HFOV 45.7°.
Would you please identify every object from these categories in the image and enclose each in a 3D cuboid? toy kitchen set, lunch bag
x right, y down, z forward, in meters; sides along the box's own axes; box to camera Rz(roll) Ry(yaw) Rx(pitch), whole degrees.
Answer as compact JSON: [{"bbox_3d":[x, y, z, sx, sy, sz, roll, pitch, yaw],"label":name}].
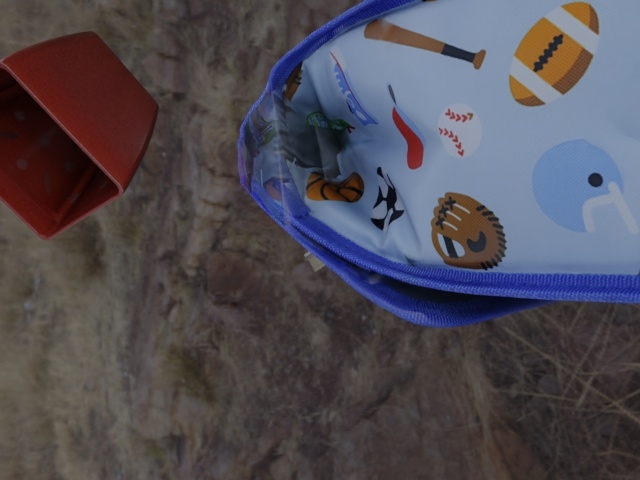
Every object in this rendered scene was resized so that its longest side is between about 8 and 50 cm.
[{"bbox_3d":[0.000,0.000,1.171,0.083,0.075,0.068,-35,83,18],"label":"toy kitchen set"},{"bbox_3d":[0.179,-0.073,0.523,0.385,0.327,0.239,-1,96,45],"label":"lunch bag"}]

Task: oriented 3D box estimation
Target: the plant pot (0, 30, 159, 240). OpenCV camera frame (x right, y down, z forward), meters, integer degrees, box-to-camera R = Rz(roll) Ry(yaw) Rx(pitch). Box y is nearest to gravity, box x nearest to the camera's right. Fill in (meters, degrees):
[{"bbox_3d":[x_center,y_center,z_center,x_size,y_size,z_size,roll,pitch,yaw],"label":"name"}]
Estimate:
[{"bbox_3d":[-0.443,-0.204,1.315,0.267,0.267,0.236,-23,28,39],"label":"plant pot"}]
